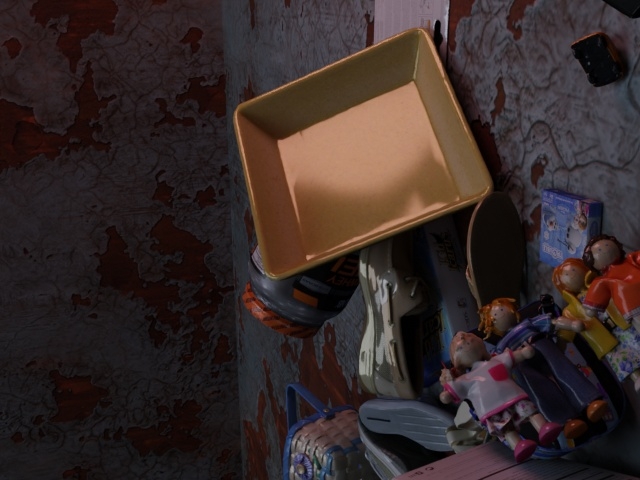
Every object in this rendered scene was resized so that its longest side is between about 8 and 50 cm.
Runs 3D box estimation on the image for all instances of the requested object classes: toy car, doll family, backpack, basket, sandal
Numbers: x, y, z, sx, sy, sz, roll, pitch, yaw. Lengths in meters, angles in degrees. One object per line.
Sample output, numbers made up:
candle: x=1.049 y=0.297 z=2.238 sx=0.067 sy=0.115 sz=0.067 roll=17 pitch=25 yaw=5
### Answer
toy car: x=0.305 y=-0.209 z=0.763 sx=0.122 sy=0.060 sz=0.040 roll=-44 pitch=7 yaw=49
doll family: x=0.246 y=0.106 z=0.791 sx=0.163 sy=0.263 sz=0.118 roll=58 pitch=-174 yaw=35
backpack: x=0.247 y=0.171 z=0.876 sx=0.173 sy=0.158 sz=0.117 roll=55 pitch=158 yaw=36
basket: x=0.005 y=0.468 z=1.679 sx=0.289 sy=0.201 sz=0.254 roll=22 pitch=119 yaw=60
sandal: x=0.221 y=0.059 z=1.016 sx=0.079 sy=0.088 sz=0.240 roll=174 pitch=85 yaw=-67

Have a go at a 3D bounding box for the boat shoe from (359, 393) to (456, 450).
boat shoe: x=0.163 y=0.288 z=1.290 sx=0.226 sy=0.076 sz=0.083 roll=3 pitch=116 yaw=48

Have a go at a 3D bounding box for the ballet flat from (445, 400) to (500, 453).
ballet flat: x=0.223 y=0.261 z=1.094 sx=0.077 sy=0.079 sz=0.221 roll=-116 pitch=25 yaw=-47

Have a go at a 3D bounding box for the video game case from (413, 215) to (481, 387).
video game case: x=0.165 y=0.100 z=1.262 sx=0.269 sy=0.061 sz=0.244 roll=121 pitch=139 yaw=-63

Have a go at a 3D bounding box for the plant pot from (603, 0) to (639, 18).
plant pot: x=0.273 y=-0.282 z=0.584 sx=0.167 sy=0.187 sz=0.188 roll=66 pitch=159 yaw=15

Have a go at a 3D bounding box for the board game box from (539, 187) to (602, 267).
board game box: x=0.287 y=-0.008 z=0.888 sx=0.090 sy=0.020 sz=0.090 roll=-143 pitch=48 yaw=-67

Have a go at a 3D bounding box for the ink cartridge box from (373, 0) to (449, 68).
ink cartridge box: x=0.152 y=-0.325 z=1.220 sx=0.179 sy=0.045 sz=0.145 roll=24 pitch=120 yaw=50

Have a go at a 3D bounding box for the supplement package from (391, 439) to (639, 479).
supplement package: x=0.237 y=0.335 z=0.779 sx=0.293 sy=0.175 sz=0.177 roll=-1 pitch=95 yaw=55

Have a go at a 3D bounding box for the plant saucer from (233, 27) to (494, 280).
plant saucer: x=0.056 y=-0.119 z=1.137 sx=0.081 sy=0.333 sz=0.332 roll=50 pitch=-159 yaw=-55

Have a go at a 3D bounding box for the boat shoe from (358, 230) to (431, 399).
boat shoe: x=0.121 y=0.086 z=1.155 sx=0.098 sy=0.109 sz=0.302 roll=4 pitch=90 yaw=35

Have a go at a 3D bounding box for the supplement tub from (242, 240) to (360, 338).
supplement tub: x=0.000 y=0.000 z=1.327 sx=0.316 sy=0.194 sz=0.193 roll=-61 pitch=30 yaw=18

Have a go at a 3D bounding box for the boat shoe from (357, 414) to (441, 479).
boat shoe: x=0.152 y=0.398 z=1.328 sx=0.320 sy=0.118 sz=0.103 roll=-140 pitch=50 yaw=-57
